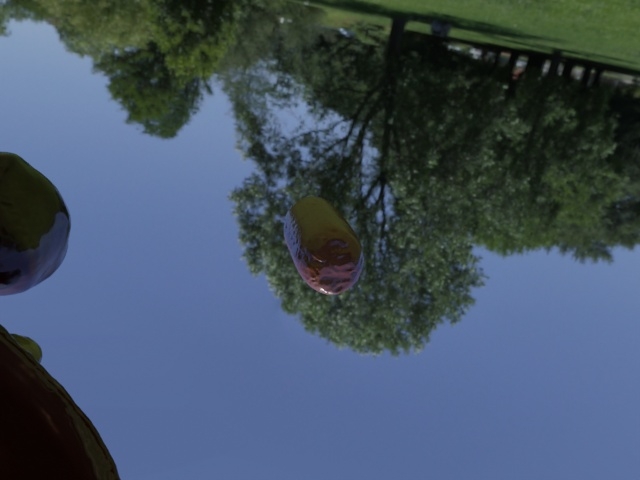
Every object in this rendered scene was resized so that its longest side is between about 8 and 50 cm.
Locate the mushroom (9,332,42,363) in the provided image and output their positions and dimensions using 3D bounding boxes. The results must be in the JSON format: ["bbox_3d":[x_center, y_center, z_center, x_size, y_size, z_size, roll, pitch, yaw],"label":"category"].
[{"bbox_3d":[-0.431,0.293,0.908,0.159,0.328,0.122,-16,-161,-41],"label":"mushroom"}]

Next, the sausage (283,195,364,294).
[{"bbox_3d":[0.000,0.000,0.616,0.062,0.062,0.154,8,-165,-12],"label":"sausage"}]

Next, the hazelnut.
[{"bbox_3d":[-0.481,-0.019,0.968,0.230,0.229,0.229,11,-161,-4],"label":"hazelnut"}]

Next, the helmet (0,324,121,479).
[{"bbox_3d":[-0.329,0.211,0.396,0.230,0.384,0.337,-26,-169,36],"label":"helmet"}]
